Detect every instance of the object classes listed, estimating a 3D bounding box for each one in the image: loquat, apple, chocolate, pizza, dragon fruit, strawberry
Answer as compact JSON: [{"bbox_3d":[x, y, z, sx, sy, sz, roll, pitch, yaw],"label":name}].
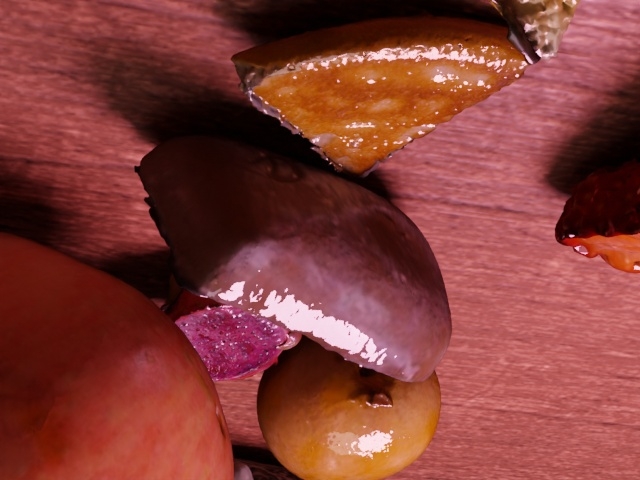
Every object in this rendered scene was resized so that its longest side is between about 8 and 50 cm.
[{"bbox_3d":[0.023,0.132,1.169,0.163,0.137,0.163,-26,170,-5],"label":"loquat"},{"bbox_3d":[-0.271,0.185,0.993,0.391,0.346,0.391,20,131,25],"label":"apple"},{"bbox_3d":[0.000,-0.001,0.958,0.261,0.161,0.083,25,114,-44],"label":"chocolate"},{"bbox_3d":[0.043,-0.091,0.902,0.184,0.036,0.176,-10,158,0],"label":"pizza"},{"bbox_3d":[-0.080,0.060,1.113,0.126,0.068,0.112,-16,141,2],"label":"dragon fruit"},{"bbox_3d":[0.276,-0.035,0.963,0.236,0.111,0.190,4,169,37],"label":"strawberry"}]

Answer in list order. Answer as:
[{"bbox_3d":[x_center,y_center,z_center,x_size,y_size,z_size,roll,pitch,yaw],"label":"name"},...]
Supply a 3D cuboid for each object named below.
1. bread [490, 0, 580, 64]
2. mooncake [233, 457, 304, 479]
[{"bbox_3d":[0.075,-0.176,0.659,0.169,0.140,0.160,3,138,-2],"label":"bread"},{"bbox_3d":[-0.072,0.302,1.444,0.254,0.136,0.250,18,146,-40],"label":"mooncake"}]
